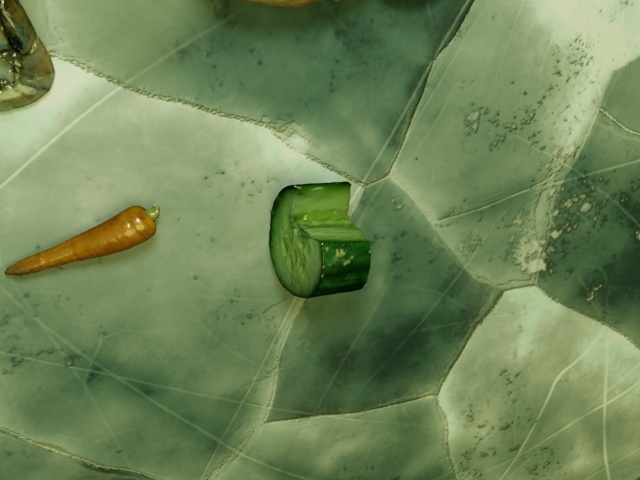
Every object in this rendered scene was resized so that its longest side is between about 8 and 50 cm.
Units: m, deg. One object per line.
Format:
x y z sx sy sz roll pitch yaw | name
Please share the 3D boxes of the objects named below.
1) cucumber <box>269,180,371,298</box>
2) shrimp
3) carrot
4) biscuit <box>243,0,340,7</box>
0.000 0.009 1.446 0.130 0.191 0.191 -9 118 -18 | cucumber
-0.460 -0.263 1.200 0.148 0.035 0.195 -25 123 -7 | shrimp
-0.364 0.011 1.363 0.257 0.061 0.061 -25 122 -6 | carrot
-0.001 -0.487 1.112 0.429 0.104 0.446 -25 145 -14 | biscuit
